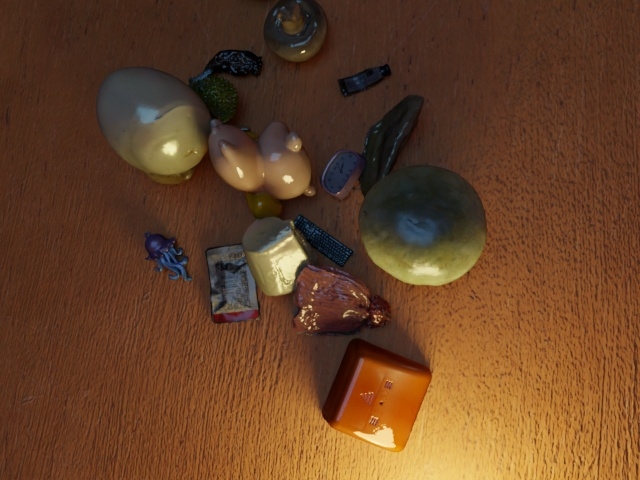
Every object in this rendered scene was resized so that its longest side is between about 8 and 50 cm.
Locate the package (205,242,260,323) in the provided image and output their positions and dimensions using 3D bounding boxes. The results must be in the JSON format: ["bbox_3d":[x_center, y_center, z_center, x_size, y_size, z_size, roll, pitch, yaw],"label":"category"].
[{"bbox_3d":[-0.271,0.131,1.807,0.154,0.030,0.239,-7,82,7],"label":"package"}]

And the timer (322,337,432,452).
[{"bbox_3d":[0.163,0.441,1.662,0.250,0.161,0.257,22,86,-4],"label":"timer"}]

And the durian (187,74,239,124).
[{"bbox_3d":[-0.338,-0.432,1.833,0.198,0.159,0.146,10,50,37],"label":"durian"}]

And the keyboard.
[{"bbox_3d":[0.000,0.000,1.788,0.204,0.013,0.061,35,89,12],"label":"keyboard"}]

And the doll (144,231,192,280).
[{"bbox_3d":[-0.476,0.053,1.838,0.110,0.067,0.206,-40,89,-12],"label":"doll"}]

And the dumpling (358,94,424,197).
[{"bbox_3d":[0.205,-0.281,1.753,0.086,0.166,0.332,20,107,-30],"label":"dumpling"}]

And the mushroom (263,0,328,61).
[{"bbox_3d":[-0.080,-0.653,1.792,0.204,0.204,0.204,-1,83,9],"label":"mushroom"}]

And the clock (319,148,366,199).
[{"bbox_3d":[0.058,-0.207,1.770,0.110,0.050,0.152,34,95,26],"label":"clock"}]

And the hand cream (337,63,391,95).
[{"bbox_3d":[0.137,-0.498,1.821,0.163,0.039,0.062,-19,82,12],"label":"hand cream"}]

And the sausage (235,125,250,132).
[{"bbox_3d":[-0.287,-0.346,1.875,0.133,0.024,0.024,-6,82,9],"label":"sausage"}]

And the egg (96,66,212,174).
[{"bbox_3d":[-0.482,-0.346,1.679,0.345,0.283,0.283,37,90,14],"label":"egg"}]

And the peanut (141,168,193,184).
[{"bbox_3d":[-0.512,-0.261,1.853,0.253,0.122,0.137,40,83,9],"label":"peanut"}]

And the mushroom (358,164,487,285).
[{"bbox_3d":[0.281,-0.044,1.625,0.353,0.260,0.351,-2,76,9],"label":"mushroom"}]

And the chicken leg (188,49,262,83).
[{"bbox_3d":[-0.307,-0.554,1.894,0.254,0.051,0.105,-14,86,10],"label":"chicken leg"}]

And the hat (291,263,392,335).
[{"bbox_3d":[0.064,0.185,1.699,0.287,0.107,0.236,9,119,3],"label":"hat"}]

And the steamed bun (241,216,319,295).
[{"bbox_3d":[-0.117,0.027,1.706,0.200,0.225,0.170,-20,37,-5],"label":"steamed bun"}]

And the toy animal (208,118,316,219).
[{"bbox_3d":[-0.152,-0.251,1.703,0.247,0.345,0.277,-22,46,17],"label":"toy animal"}]
